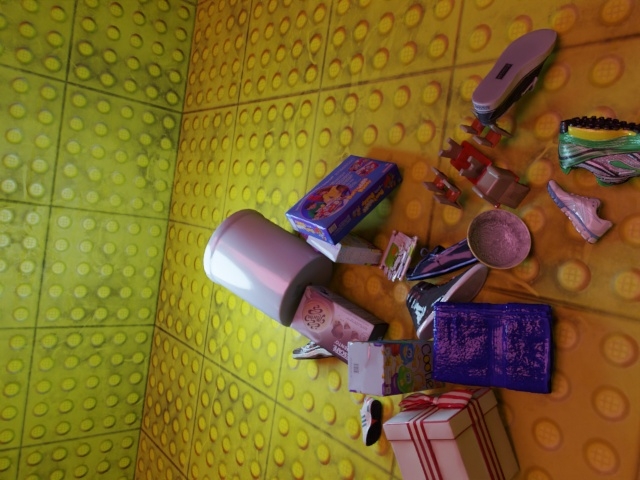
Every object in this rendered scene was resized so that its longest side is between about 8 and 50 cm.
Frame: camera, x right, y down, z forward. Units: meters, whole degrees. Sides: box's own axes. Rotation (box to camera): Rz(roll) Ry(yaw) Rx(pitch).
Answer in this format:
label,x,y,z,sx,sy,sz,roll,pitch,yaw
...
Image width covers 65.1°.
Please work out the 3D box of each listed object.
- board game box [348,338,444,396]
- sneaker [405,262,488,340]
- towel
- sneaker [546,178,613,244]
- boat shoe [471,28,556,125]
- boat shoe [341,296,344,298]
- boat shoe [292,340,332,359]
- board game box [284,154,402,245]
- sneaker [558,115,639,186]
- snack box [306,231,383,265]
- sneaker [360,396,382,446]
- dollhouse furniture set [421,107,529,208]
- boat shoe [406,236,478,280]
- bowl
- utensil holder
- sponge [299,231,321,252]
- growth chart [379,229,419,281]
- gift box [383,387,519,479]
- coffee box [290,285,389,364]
label,x,y,z,sx,sy,sz,roll,pitch,yaw
board game box,0.228,0.370,1.486,0.142,0.275,0.144,-9,78,48
sneaker,0.360,0.147,1.498,0.296,0.104,0.147,-54,40,23
towel,0.445,0.276,1.322,0.308,0.076,0.228,-1,83,27
sneaker,0.641,-0.087,1.237,0.083,0.071,0.191,-45,62,28
boat shoe,0.527,-0.435,1.348,0.113,0.105,0.306,28,74,40
boat shoe,0.022,0.288,1.903,0.219,0.078,0.070,-39,90,30
boat shoe,-0.002,0.398,1.900,0.257,0.095,0.095,-15,71,35
board game box,0.079,-0.149,1.718,0.347,0.078,0.233,-43,37,-20
sneaker,0.715,-0.190,1.135,0.343,0.134,0.146,23,128,44
snack box,0.086,0.019,1.752,0.174,0.207,0.070,34,111,45
sneaker,0.166,0.611,1.707,0.075,0.057,0.161,-172,87,-66
dollhouse furniture set,0.458,-0.199,1.440,0.262,0.135,0.259,-59,35,25
boat shoe,0.372,0.054,1.509,0.258,0.109,0.089,-23,74,28
bowl,0.476,0.006,1.373,0.080,0.170,0.170,89,172,-72
utensil holder,-0.192,0.104,1.916,0.385,0.327,0.328,29,108,27
sponge,0.000,0.000,1.893,0.031,0.117,0.210,-67,31,16
growth chart,0.250,0.052,1.627,0.237,0.021,0.172,-140,67,-77
gift box,0.349,0.531,1.355,0.255,0.276,0.258,-24,83,41
coffee box,0.063,0.296,1.743,0.297,0.119,0.168,28,100,31
